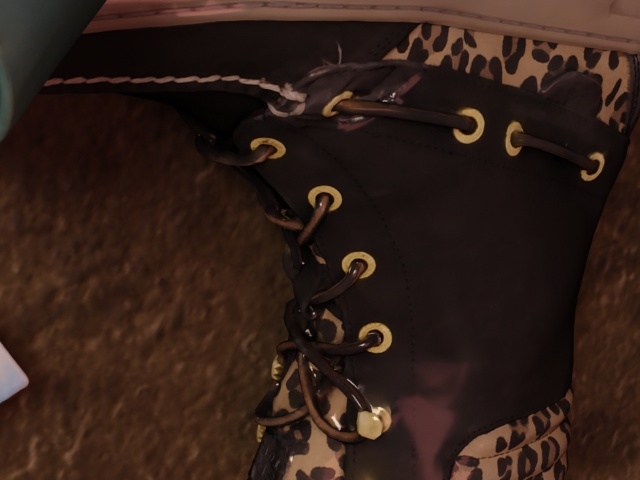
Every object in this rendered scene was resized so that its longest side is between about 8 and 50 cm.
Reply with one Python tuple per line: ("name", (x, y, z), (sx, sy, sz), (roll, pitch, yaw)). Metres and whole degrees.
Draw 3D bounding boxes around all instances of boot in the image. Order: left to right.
("boot", (0.000, 0.000, 0.736), (0.377, 0.138, 0.284), (-5, 109, -34))

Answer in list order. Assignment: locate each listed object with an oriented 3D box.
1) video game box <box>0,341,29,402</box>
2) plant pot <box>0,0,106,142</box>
("video game box", (-0.255, 0.041, 0.650), (0.187, 0.048, 0.205), (-37, 121, -12))
("plant pot", (-0.139, -0.212, 0.501), (0.235, 0.293, 0.293), (-51, 124, -21))
